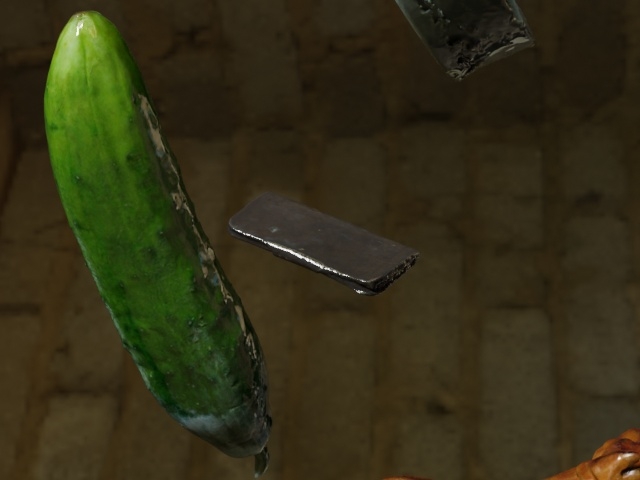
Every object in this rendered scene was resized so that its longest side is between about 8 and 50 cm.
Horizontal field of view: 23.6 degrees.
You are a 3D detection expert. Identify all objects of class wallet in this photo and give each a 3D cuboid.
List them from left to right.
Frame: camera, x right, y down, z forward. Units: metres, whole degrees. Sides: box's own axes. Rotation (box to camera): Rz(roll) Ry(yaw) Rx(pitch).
[{"bbox_3d":[0.000,0.000,1.279,0.082,0.156,0.018,-39,-38,-48],"label":"wallet"}]

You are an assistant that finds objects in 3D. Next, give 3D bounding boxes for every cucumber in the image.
[{"bbox_3d":[-0.067,0.017,0.663,0.056,0.056,0.250,-80,-26,-56],"label":"cucumber"}]

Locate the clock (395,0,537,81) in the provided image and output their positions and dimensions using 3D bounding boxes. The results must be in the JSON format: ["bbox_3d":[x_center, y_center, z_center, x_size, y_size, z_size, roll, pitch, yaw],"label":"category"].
[{"bbox_3d":[0.027,-0.178,0.705,0.226,0.049,0.226,58,-169,-18],"label":"clock"}]

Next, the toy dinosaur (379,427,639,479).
[{"bbox_3d":[0.228,0.188,1.171,0.208,0.432,0.097,-28,-65,-81],"label":"toy dinosaur"}]
